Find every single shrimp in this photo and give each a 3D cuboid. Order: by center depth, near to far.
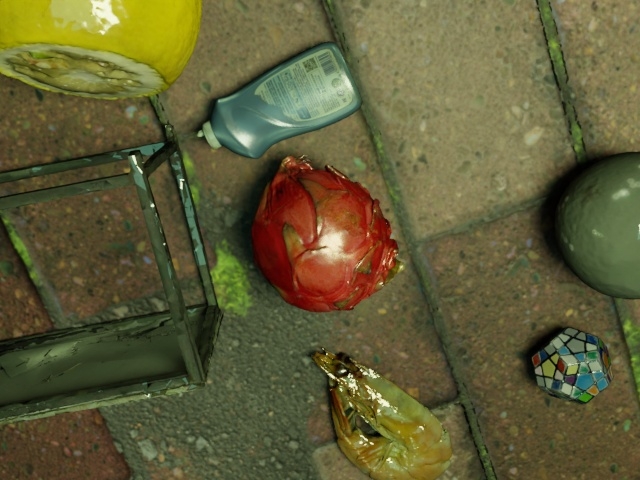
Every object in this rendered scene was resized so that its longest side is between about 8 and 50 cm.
[{"bbox_3d":[0.076,0.257,0.981,0.145,0.061,0.267,-38,106,18],"label":"shrimp"}]

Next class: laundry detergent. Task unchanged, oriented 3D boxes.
[{"bbox_3d":[-0.057,-0.165,0.848,0.206,0.061,0.096,-23,108,5],"label":"laundry detergent"}]

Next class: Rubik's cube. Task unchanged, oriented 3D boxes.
[{"bbox_3d":[0.350,0.174,0.945,0.111,0.111,0.093,-8,131,0],"label":"Rubik's cube"}]

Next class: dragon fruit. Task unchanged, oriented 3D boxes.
[{"bbox_3d":[0.000,0.000,0.848,0.172,0.172,0.209,-43,93,10],"label":"dragon fruit"}]

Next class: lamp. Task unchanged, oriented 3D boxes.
[{"bbox_3d":[0.426,0.021,0.879,0.182,0.182,0.314,-39,122,9],"label":"lamp"}]

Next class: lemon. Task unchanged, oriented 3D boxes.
[{"bbox_3d":[-0.245,-0.276,0.726,0.241,0.240,0.219,5,85,-3],"label":"lemon"}]

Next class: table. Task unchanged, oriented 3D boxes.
[{"bbox_3d":[-0.319,0.036,0.817,0.335,0.222,0.272,-11,108,1],"label":"table"}]
